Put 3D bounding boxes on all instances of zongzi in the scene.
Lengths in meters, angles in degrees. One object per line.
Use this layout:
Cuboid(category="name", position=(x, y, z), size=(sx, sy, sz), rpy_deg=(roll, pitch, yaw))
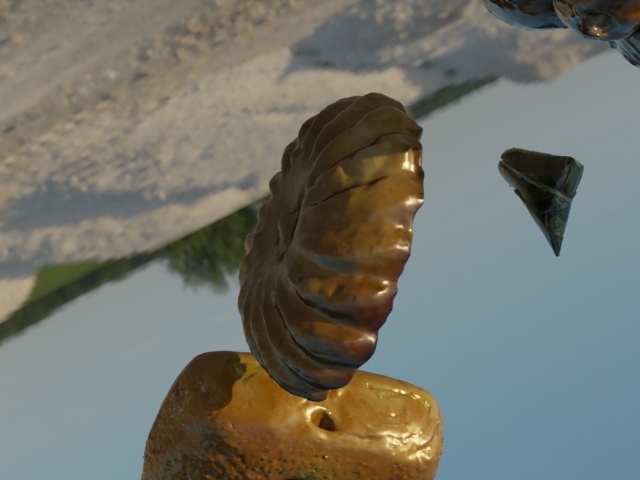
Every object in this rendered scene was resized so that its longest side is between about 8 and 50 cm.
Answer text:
Cuboid(category="zongzi", position=(0.253, -0.049, 1.712), size=(0.109, 0.119, 0.055), rpy_deg=(15, -176, 38))

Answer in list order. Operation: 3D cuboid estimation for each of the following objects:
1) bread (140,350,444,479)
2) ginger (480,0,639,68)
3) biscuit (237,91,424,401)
Cuboid(category="bread", position=(-0.049, 0.290, 1.669), size=(0.148, 0.328, 0.337), rpy_deg=(-99, -151, -50))
Cuboid(category="ginger", position=(0.253, -0.240, 1.229), size=(0.357, 0.152, 0.274), rpy_deg=(22, -173, 30))
Cuboid(category="biscuit", position=(0.000, 0.000, 1.466), size=(0.107, 0.326, 0.325), rpy_deg=(16, 166, -20))
